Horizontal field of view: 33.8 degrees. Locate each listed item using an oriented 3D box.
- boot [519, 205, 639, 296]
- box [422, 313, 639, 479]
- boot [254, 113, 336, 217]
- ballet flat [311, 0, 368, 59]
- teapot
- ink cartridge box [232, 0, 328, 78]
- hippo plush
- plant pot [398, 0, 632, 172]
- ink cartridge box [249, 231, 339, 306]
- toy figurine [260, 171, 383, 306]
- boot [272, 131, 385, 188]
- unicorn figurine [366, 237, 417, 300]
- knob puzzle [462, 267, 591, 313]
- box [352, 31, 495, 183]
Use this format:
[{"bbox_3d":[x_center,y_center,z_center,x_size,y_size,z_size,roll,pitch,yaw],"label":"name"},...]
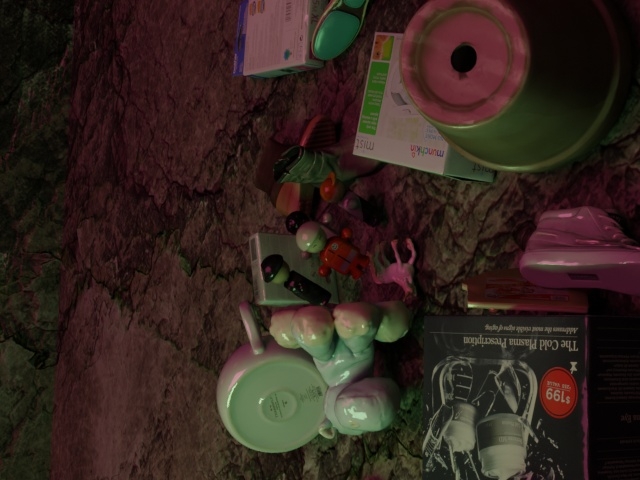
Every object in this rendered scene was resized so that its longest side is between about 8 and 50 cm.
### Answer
[{"bbox_3d":[0.416,0.004,1.505,0.258,0.095,0.123,4,58,35],"label":"boot"},{"bbox_3d":[0.321,0.264,1.535,0.343,0.178,0.313,-7,81,56],"label":"box"},{"bbox_3d":[-0.067,-0.182,2.247,0.207,0.090,0.249,42,124,48],"label":"boot"},{"bbox_3d":[0.056,-0.478,2.129,0.248,0.086,0.086,-56,44,34],"label":"ballet flat"},{"bbox_3d":[-0.098,0.281,2.105,0.256,0.252,0.187,-61,21,15],"label":"teapot"},{"bbox_3d":[-0.092,-0.464,2.349,0.311,0.065,0.186,3,88,54],"label":"ink cartridge box"},{"bbox_3d":[0.028,0.238,1.903,0.294,0.234,0.237,-18,76,63],"label":"hippo plush"},{"bbox_3d":[0.253,-0.255,1.509,0.323,0.280,0.323,3,96,29],"label":"plant pot"},{"bbox_3d":[-0.054,0.060,2.116,0.045,0.179,0.145,-28,63,49],"label":"ink cartridge box"},{"bbox_3d":[0.000,0.000,2.012,0.213,0.148,0.210,-43,21,48],"label":"toy figurine"},{"bbox_3d":[0.021,-0.162,2.051,0.246,0.161,0.083,-37,56,48],"label":"boot"},{"bbox_3d":[0.142,0.053,1.946,0.162,0.060,0.111,171,93,-70],"label":"unicorn figurine"},{"bbox_3d":[0.310,0.080,1.586,0.213,0.213,0.030,21,116,55],"label":"knob puzzle"},{"bbox_3d":[0.197,-0.235,1.835,0.262,0.126,0.231,21,101,54],"label":"box"}]
